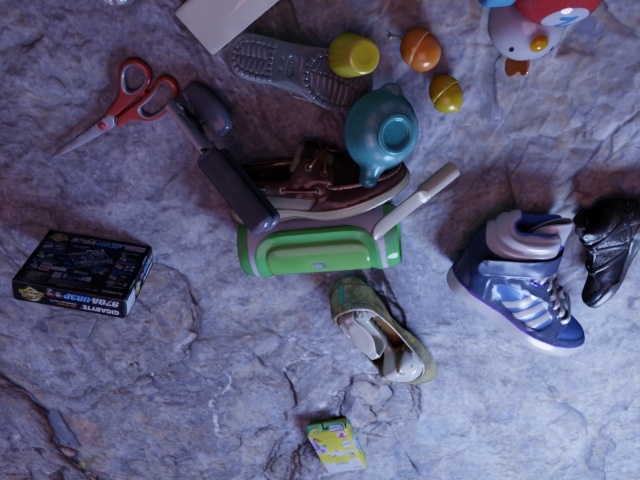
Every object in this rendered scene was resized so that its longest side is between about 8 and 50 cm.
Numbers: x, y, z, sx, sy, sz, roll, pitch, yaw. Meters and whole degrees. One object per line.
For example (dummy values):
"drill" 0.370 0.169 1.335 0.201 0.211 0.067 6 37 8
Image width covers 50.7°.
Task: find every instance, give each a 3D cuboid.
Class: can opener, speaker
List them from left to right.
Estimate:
"can opener" -0.157 -0.145 1.148 0.095 0.076 0.283 -41 83 17
"speaker" 0.000 0.000 1.269 0.296 0.131 0.131 -5 125 10

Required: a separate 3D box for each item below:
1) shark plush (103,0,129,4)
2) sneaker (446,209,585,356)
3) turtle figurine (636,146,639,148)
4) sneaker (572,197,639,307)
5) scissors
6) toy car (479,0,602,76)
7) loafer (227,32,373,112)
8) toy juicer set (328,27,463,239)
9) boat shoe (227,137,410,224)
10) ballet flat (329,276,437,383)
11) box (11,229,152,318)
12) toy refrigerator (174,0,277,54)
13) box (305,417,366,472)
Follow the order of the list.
"shark plush" -0.346 -0.449 1.048 0.067 0.073 0.161 -10 105 -10
"sneaker" 0.424 0.070 1.268 0.322 0.130 0.236 30 128 -8
"turtle figurine" 0.634 -0.158 1.095 0.234 0.118 0.175 18 83 9
"sneaker" 0.510 0.018 1.252 0.130 0.087 0.228 13 123 -1
"scissors" -0.374 -0.209 1.223 0.109 0.021 0.297 38 119 -22
"toy car" 0.309 -0.328 0.968 0.219 0.210 0.238 -5 138 -4
"loafer" -0.031 -0.281 1.105 0.251 0.087 0.094 16 105 -20
"toy juicer set" 0.136 -0.188 1.114 0.209 0.089 0.329 -19 111 -19
"boat shoe" -0.017 -0.115 1.195 0.342 0.123 0.123 -6 126 18
"ballet flat" 0.133 0.223 1.421 0.123 0.123 0.348 -27 119 23
"box" -0.463 0.062 1.333 0.220 0.175 0.051 10 125 -1
"toy refrigerator" -0.082 -0.400 1.005 0.269 0.102 0.094 -32 116 25
"box" 0.037 0.503 1.678 0.105 0.043 0.179 -13 126 15
